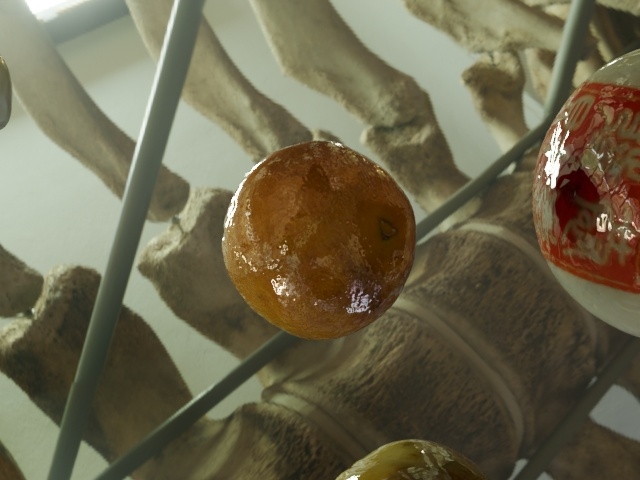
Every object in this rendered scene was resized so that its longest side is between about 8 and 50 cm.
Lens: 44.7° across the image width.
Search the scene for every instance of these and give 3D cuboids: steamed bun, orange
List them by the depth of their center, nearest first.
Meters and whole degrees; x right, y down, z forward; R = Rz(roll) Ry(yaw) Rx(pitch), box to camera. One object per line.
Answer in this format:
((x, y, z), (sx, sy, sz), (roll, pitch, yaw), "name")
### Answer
((0.400, -0.057, 0.945), (0.241, 0.374, 0.374), (-2, -120, -18), "steamed bun")
((0.000, 0.000, 1.026), (0.261, 0.261, 0.261), (8, -123, -12), "orange")

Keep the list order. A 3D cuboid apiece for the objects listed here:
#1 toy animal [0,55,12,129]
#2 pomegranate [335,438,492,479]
((-0.328, 0.018, 0.445), (0.196, 0.241, 0.367), (29, -134, -49), "toy animal")
((0.087, 0.305, 0.732), (0.233, 0.233, 0.233), (8, -123, -12), "pomegranate")
